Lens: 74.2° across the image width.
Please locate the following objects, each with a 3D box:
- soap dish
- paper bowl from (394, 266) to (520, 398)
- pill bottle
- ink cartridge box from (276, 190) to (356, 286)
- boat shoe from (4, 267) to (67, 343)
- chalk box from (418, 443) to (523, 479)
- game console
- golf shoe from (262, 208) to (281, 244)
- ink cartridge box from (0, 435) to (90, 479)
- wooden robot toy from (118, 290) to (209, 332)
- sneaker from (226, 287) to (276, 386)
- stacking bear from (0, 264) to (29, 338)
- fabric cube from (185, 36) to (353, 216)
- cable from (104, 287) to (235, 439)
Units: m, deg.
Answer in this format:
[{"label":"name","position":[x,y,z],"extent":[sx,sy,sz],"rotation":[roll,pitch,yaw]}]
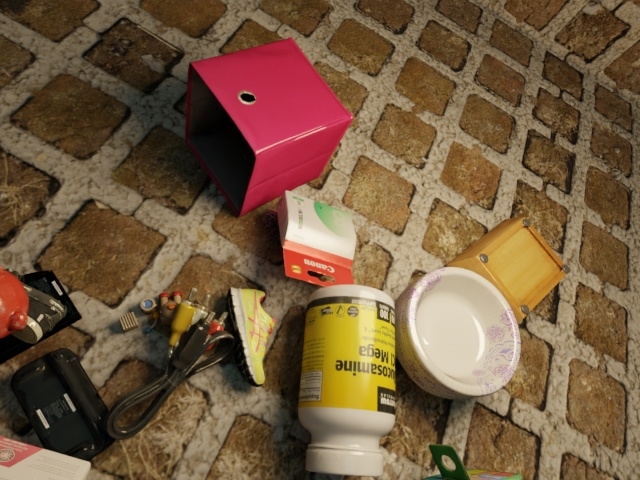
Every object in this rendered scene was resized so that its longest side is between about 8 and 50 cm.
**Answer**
[{"label":"soap dish","position":[0.508,0.081,1.130],"extent":[0.290,0.118,0.229],"rotation":[-30,79,-30]},{"label":"paper bowl","position":[0.294,0.215,0.974],"extent":[0.284,0.148,0.285],"rotation":[8,65,-16]},{"label":"pill bottle","position":[0.054,0.272,0.837],"extent":[0.187,0.188,0.334],"rotation":[11,63,-15]},{"label":"ink cartridge box","position":[0.000,0.000,0.932],"extent":[0.180,0.056,0.225],"rotation":[18,36,-27]},{"label":"boat shoe","position":[-0.555,0.085,0.728],"extent":[0.233,0.084,0.079],"rotation":[32,42,0]},{"label":"chalk box","position":[0.280,0.540,0.800],"extent":[0.179,0.180,0.289],"rotation":[-1,68,-20]},{"label":"game console","position":[-0.502,0.232,0.741],"extent":[0.213,0.044,0.361],"rotation":[-32,79,-27]},{"label":"golf shoe","position":[-0.054,-0.018,1.012],"extent":[0.186,0.067,0.086],"rotation":[36,35,-3]},{"label":"ink cartridge box","position":[-0.456,0.409,0.586],"extent":[0.158,0.092,0.218],"rotation":[22,22,-9]},{"label":"wooden robot toy","position":[-0.305,0.133,0.836],"extent":[0.173,0.079,0.076],"rotation":[-4,68,-22]},{"label":"sneaker","position":[-0.131,0.191,0.872],"extent":[0.094,0.081,0.209],"rotation":[-4,69,-27]},{"label":"stacking bear","position":[-0.565,0.131,0.610],"extent":[0.288,0.164,0.176],"rotation":[-25,89,1]},{"label":"fabric cube","position":[-0.130,-0.258,0.976],"extent":[0.258,0.259,0.254],"rotation":[-29,77,-29]},{"label":"cable","position":[-0.272,0.239,0.799],"extent":[0.139,0.072,0.287],"rotation":[47,69,-34]}]
